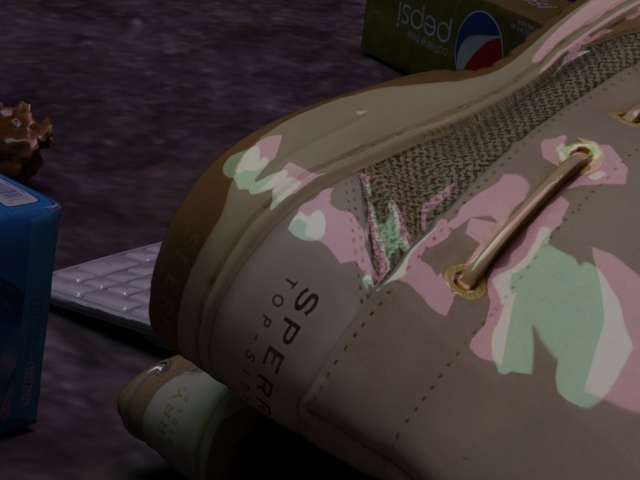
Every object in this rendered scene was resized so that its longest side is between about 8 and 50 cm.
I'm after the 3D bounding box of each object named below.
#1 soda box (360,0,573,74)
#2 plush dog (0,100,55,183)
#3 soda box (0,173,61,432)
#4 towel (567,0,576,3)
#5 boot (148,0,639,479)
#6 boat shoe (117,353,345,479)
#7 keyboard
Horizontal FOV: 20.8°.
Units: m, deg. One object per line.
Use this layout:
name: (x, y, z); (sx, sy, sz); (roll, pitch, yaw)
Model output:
soda box: (0.093, -0.111, 0.964); (0.058, 0.061, 0.181); (-4, 22, -29)
plush dog: (-0.198, -0.149, 0.705); (0.210, 0.225, 0.262); (15, 20, 21)
soda box: (-0.173, -0.007, 0.542); (0.067, 0.071, 0.210); (-11, 26, -44)
towel: (0.240, -0.177, 1.215); (0.227, 0.076, 0.308); (-6, 23, -16)
boot: (0.116, 0.022, 0.449); (0.262, 0.095, 0.203); (-22, 50, -38)
boat shoe: (0.009, 0.035, 0.524); (0.048, 0.056, 0.153); (27, 33, 33)
keyboard: (0.000, 0.000, 0.682); (0.072, 0.014, 0.256); (21, 23, 33)
